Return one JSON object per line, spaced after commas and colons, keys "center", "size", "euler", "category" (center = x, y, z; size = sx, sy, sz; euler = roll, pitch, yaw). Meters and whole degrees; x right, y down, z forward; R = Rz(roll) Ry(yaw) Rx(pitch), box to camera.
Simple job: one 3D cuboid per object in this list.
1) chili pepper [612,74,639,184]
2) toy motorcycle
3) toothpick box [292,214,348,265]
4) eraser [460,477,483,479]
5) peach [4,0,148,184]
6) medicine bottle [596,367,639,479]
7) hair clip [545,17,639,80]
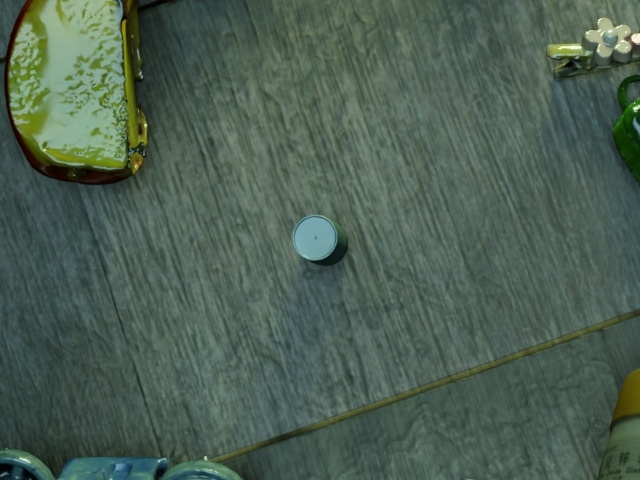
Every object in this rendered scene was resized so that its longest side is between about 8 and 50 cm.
{"center": [0.399, -0.068, 1.917], "size": [0.257, 0.074, 0.100], "euler": [45, 93, 9], "category": "chili pepper"}
{"center": [-0.221, 0.344, 1.924], "size": [0.319, 0.182, 0.241], "euler": [3, 86, 7], "category": "toy motorcycle"}
{"center": [0.000, 0.000, 1.967], "size": [0.052, 0.083, 0.052], "euler": [-1, 85, 8], "category": "toothpick box"}
{"center": [0.251, 0.314, 1.929], "size": [0.225, 0.036, 0.082], "euler": [11, 89, 9], "category": "eraser"}
{"center": [-0.271, -0.193, 1.985], "size": [0.153, 0.159, 0.267], "euler": [-4, 87, -2], "category": "peach"}
{"center": [0.386, 0.270, 1.782], "size": [0.237, 0.238, 0.232], "euler": [17, 69, 10], "category": "medicine bottle"}
{"center": [0.351, -0.210, 1.947], "size": [0.213, 0.056, 0.062], "euler": [-6, 52, 9], "category": "hair clip"}
